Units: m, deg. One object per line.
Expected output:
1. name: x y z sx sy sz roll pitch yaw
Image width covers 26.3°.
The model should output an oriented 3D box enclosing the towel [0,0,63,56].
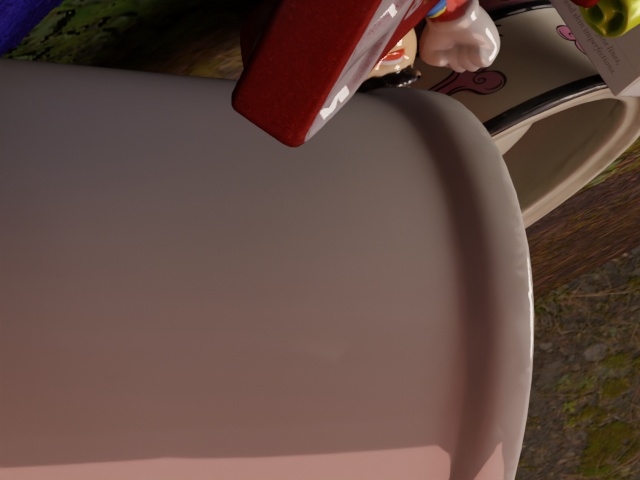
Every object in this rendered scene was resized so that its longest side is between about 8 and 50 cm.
1. towel: -0.080 -0.169 0.578 0.227 0.076 0.308 -45 -173 43

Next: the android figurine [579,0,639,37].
1. android figurine: 0.185 -0.256 0.828 0.273 0.056 0.248 -33 123 -30

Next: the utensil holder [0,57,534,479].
1. utensil holder: -0.123 0.057 0.795 0.385 0.327 0.327 3 151 -23

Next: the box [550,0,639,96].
1. box: 0.274 -0.234 1.070 0.182 0.181 0.119 -39 162 32

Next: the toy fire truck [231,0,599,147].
1. toy fire truck: 0.084 -0.192 0.575 0.254 0.169 0.302 -51 177 -41

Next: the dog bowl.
1. dog bowl: 0.110 -0.088 1.305 0.408 0.150 0.408 -27 165 -8

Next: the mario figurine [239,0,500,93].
1. mario figurine: 0.062 -0.159 0.927 0.198 0.170 0.320 14 138 -17
